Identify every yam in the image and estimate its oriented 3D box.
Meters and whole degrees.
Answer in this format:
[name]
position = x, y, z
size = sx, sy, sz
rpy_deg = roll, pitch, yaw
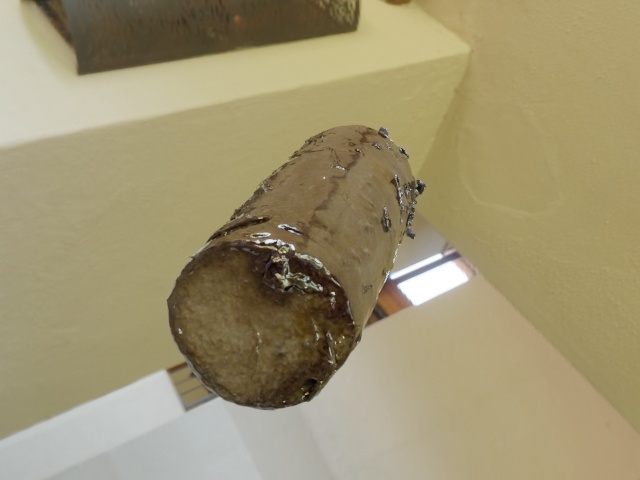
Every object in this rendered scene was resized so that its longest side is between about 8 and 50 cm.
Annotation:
[yam]
position = -0.001, -0.002, 0.524
size = 0.131, 0.279, 0.131
rpy_deg = 6, -67, 13
